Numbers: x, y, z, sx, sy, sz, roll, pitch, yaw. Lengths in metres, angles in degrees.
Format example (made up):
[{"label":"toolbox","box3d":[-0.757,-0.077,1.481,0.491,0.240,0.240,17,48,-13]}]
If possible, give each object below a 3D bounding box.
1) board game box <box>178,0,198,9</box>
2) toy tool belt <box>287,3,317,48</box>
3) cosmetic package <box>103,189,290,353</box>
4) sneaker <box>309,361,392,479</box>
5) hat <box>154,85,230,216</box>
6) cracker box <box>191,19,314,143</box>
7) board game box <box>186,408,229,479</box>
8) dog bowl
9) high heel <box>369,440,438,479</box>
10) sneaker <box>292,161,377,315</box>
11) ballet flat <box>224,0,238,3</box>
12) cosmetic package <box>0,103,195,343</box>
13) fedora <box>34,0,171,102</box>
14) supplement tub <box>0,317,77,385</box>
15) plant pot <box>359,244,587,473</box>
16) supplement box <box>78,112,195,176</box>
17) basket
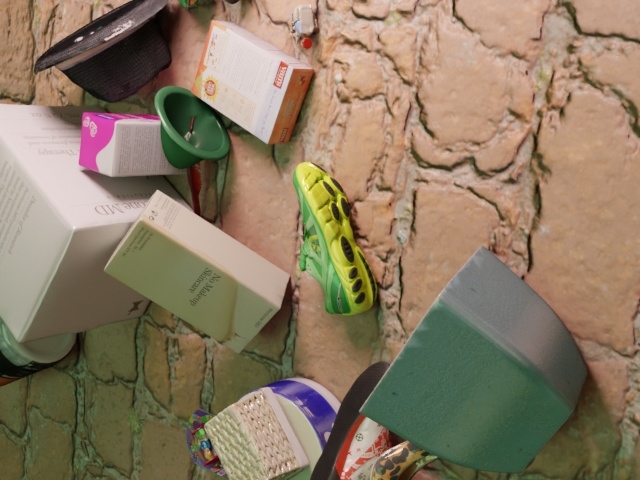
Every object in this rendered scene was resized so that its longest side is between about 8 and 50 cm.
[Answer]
[{"label":"board game box","box3d":[-0.264,-0.579,1.634,0.136,0.030,0.259,46,143,27]},{"label":"toy tool belt","box3d":[-0.033,-0.389,1.602,0.051,0.052,0.083,178,88,-70]},{"label":"cosmetic package","box3d":[-0.233,0.063,1.672,0.309,0.113,0.160,33,122,-12]},{"label":"sneaker","box3d":[0.096,0.364,1.573,0.090,0.145,0.270,0,60,62]},{"label":"hat","box3d":[-0.297,-0.174,1.754,0.183,0.173,0.208,-40,74,33]},{"label":"cracker box","box3d":[-0.134,-0.305,1.676,0.232,0.067,0.155,37,118,30]},{"label":"board game box","box3d":[-0.243,0.444,1.887,0.169,0.033,0.133,14,105,36]},{"label":"dog bowl","box3d":[-0.060,0.405,1.690,0.265,0.104,0.265,6,99,38]},{"label":"high heel","box3d":[0.184,0.392,1.463,0.186,0.093,0.261,10,85,20]},{"label":"sneaker","box3d":[0.000,0.000,1.583,0.123,0.109,0.295,-23,82,34]},{"label":"ballet flat","box3d":[-0.143,-0.588,1.632,0.096,0.095,0.280,4,99,26]},{"label":"cosmetic package","box3d":[-0.552,-0.049,1.877,0.393,0.329,0.327,46,121,23]},{"label":"fedora","box3d":[-0.425,-0.381,1.812,0.334,0.334,0.152,-10,120,39]},{"label":"supplement tub","box3d":[-0.780,0.248,2.179,0.338,0.207,0.207,-22,82,38]},{"label":"plant pot","box3d":[0.256,0.203,1.334,0.252,0.247,0.248,36,118,10]},{"label":"supplement box","box3d":[-0.367,-0.195,1.778,0.111,0.220,0.114,19,108,35]},{"label":"basket","box3d":[-0.120,0.373,1.599,0.113,0.103,0.167,-41,72,36]}]
